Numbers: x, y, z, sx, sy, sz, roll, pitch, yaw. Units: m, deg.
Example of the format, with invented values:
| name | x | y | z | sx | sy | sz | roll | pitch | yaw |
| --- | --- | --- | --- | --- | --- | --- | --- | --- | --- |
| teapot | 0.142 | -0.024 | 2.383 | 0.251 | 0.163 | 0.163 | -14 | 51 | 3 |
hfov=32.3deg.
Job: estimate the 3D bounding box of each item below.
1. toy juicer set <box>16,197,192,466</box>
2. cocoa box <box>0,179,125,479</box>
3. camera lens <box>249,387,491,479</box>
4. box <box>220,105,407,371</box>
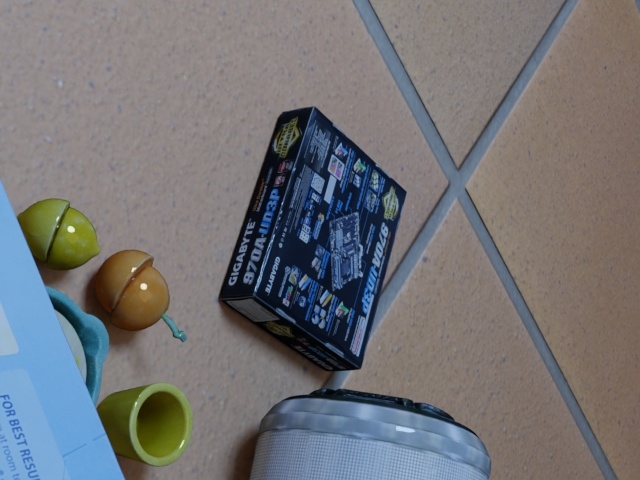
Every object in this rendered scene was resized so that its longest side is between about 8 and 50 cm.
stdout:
| name | x | y | z | sx | sy | sz | roll | pitch | yaw |
| --- | --- | --- | --- | --- | --- | --- | --- | --- | --- |
| toy juicer set | -0.224 | 0.063 | 0.836 | 0.329 | 0.090 | 0.209 | 14 | 75 | -47 |
| cocoa box | -0.281 | 0.054 | 0.503 | 0.231 | 0.228 | 0.347 | -5 | 64 | -53 |
| camera lens | 0.032 | 0.286 | 1.006 | 0.219 | 0.219 | 0.274 | 31 | 62 | -43 |
| box | 0.000 | 0.000 | 1.134 | 0.175 | 0.051 | 0.220 | 38 | 58 | -40 |
